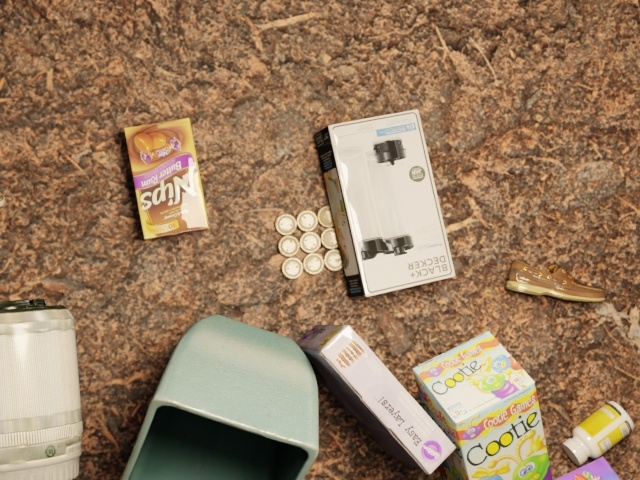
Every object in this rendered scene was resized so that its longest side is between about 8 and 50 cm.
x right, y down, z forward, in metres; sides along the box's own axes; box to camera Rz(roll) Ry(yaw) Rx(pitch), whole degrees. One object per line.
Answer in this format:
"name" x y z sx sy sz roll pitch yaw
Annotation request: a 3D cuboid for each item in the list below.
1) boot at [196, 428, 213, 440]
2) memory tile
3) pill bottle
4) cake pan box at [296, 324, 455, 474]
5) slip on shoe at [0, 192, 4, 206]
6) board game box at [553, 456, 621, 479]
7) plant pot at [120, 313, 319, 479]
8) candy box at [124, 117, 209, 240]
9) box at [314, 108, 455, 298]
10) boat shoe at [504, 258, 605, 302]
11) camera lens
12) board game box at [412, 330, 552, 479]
"boot" -0.228 0.358 1.829 0.099 0.045 0.121 15 80 -8
"memory tile" 0.000 0.000 1.907 0.148 0.012 0.113 -9 88 -9
"pill bottle" 0.474 0.333 1.938 0.116 0.065 0.065 -35 92 -10
"cake pan box" 0.081 0.249 1.786 0.070 0.246 0.267 -42 93 -9
"slip on shoe" -0.573 -0.053 1.801 0.135 0.051 0.041 -7 127 -18
"board game box" 0.325 0.511 1.824 0.347 0.233 0.078 -23 46 -10
"plant pot" -0.143 0.261 1.735 0.247 0.247 0.252 19 39 -8
"candy box" -0.252 -0.100 1.851 0.109 0.053 0.186 -11 89 -11
"box" 0.107 -0.059 1.882 0.169 0.087 0.289 -11 89 -17
"boat shoe" 0.408 0.072 1.945 0.178 0.064 0.060 10 87 -6
"camera lens" -0.475 0.229 1.706 0.219 0.219 0.274 -5 87 -10
"board game box" 0.264 0.309 1.797 0.144 0.142 0.275 -25 127 -10
